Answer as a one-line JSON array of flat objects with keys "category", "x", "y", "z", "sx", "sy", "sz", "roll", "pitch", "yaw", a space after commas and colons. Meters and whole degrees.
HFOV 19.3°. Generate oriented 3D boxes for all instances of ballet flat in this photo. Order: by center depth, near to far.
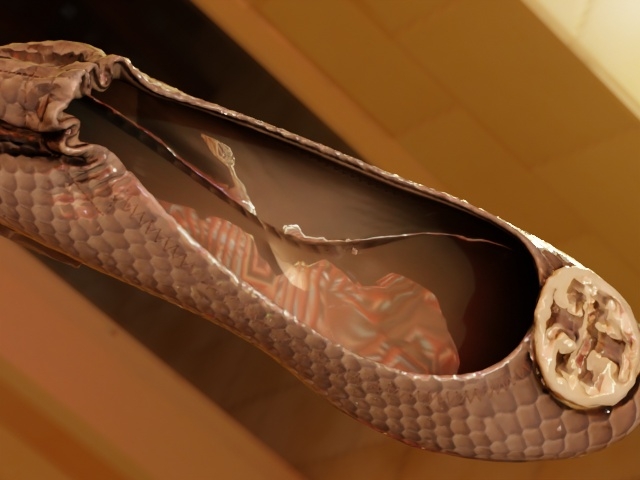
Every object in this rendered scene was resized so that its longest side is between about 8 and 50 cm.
[{"category": "ballet flat", "x": 0.000, "y": 0.000, "z": 0.584, "sx": 0.058, "sy": 0.250, "sz": 0.084, "roll": -50, "pitch": 19, "yaw": 53}]
